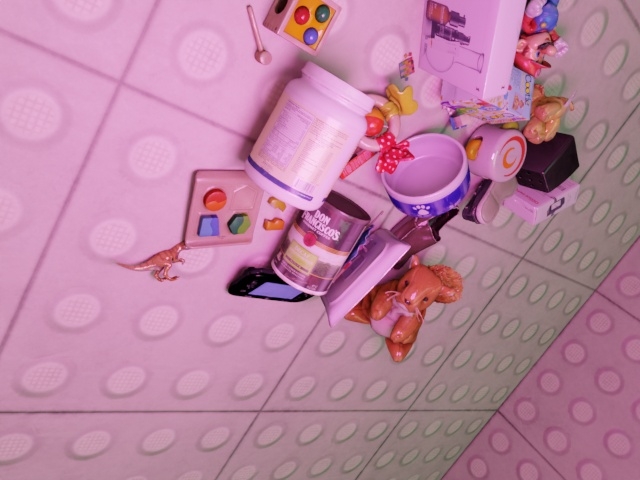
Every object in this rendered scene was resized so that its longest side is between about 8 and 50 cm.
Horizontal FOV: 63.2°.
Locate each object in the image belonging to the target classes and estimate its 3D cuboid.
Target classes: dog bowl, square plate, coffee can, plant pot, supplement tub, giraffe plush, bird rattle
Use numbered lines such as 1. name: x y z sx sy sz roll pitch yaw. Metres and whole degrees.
1. dog bowl: 0.329 -0.204 1.624 0.265 0.265 0.104 -39 138 -5
2. square plate: 0.122 0.099 1.706 0.049 0.347 0.344 42 94 -11
3. coffee can: 0.000 0.000 1.590 0.202 0.201 0.275 13 114 -41
4. plant pot: 0.827 -0.290 1.946 0.167 0.187 0.188 -54 138 -9
5. supplement tub: -0.026 -0.266 1.341 0.236 0.235 0.324 17 111 -42
6. giraffe plush: 0.746 -0.462 1.796 0.181 0.170 0.210 11 120 -51
7. bird rattle: 0.168 -0.323 1.495 0.207 0.143 0.253 11 93 -13

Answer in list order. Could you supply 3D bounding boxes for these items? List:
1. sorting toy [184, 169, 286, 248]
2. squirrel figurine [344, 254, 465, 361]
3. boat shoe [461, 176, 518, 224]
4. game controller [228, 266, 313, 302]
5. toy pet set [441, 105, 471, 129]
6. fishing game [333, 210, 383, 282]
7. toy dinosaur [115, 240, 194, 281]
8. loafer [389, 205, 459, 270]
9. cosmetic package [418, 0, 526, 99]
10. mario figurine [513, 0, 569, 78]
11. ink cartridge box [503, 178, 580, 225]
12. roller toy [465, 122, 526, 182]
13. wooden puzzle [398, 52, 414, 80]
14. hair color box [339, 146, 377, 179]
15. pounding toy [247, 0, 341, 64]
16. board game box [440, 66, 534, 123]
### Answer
1. sorting toy: -0.220 -0.086 1.472 0.307 0.041 0.229 -5 122 -36
2. squirrel figurine: 0.338 0.189 1.889 0.397 0.281 0.370 -32 159 -36
3. boat shoe: 0.643 -0.180 1.974 0.127 0.113 0.340 52 59 -26
4. game controller: -0.136 0.151 1.678 0.319 0.067 0.166 13 137 -40
5. toy pet set: 0.452 -0.426 1.707 0.122 0.065 0.114 -21 97 -26
6. fishing game: 0.125 0.027 1.697 0.264 0.041 0.189 -55 -178 -40
7. toy dinosaur: -0.448 0.065 1.433 0.212 0.064 0.112 -27 111 -29
8. loafer: 0.359 -0.028 1.877 0.134 0.130 0.366 28 104 -45
9. cosmetic package: 0.391 -0.598 1.352 0.098 0.284 0.377 -20 131 -22
10. mario figurine: 0.708 -0.661 1.607 0.198 0.170 0.320 8 114 -1
11. ink cartridge box: 0.892 -0.182 2.111 0.237 0.172 0.100 -26 134 -17
12. roller toy: 0.608 -0.308 1.830 0.209 0.146 0.191 -40 130 -15
13. wooden puzzle: 0.253 -0.506 1.523 0.049 0.006 0.083 -32 135 -12
14. hair color box: 0.096 -0.251 1.560 0.141 0.072 0.043 -38 135 -7
15. pounding toy: -0.079 -0.501 1.225 0.181 0.094 0.206 15 112 -42
16. board game box: 0.520 -0.465 1.615 0.275 0.142 0.144 7 90 -38
